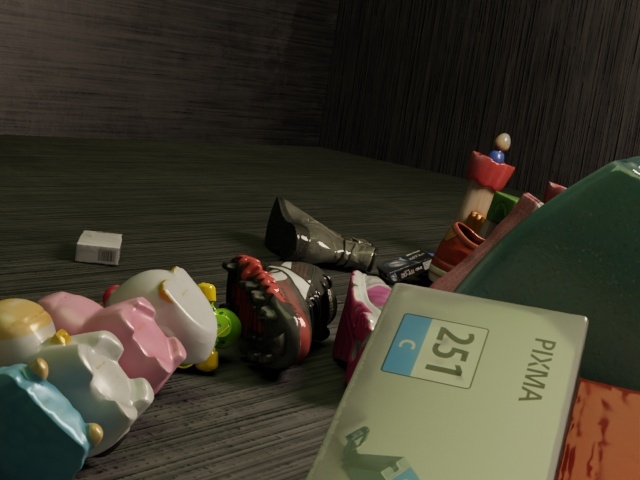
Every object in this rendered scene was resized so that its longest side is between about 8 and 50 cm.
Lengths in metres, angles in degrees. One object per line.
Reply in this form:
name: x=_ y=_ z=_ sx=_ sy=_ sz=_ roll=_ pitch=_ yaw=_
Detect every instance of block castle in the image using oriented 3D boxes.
block castle: x=0.437 y=-0.036 z=1.792 sx=0.303 sy=0.213 sz=0.453 roll=18 pitch=8 yaw=-13

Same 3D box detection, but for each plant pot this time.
plant pot: x=0.243 y=0.074 z=0.844 sx=0.247 sy=0.252 sz=0.247 roll=36 pitch=19 yaw=18

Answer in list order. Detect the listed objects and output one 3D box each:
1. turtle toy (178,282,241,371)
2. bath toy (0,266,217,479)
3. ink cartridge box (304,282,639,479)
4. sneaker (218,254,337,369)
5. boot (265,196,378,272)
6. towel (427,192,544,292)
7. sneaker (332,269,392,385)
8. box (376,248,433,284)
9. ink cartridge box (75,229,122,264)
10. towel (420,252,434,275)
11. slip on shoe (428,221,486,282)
turtle toy: x=-0.140 y=0.094 z=1.118 sx=0.130 sy=0.095 sz=0.066 roll=3 pitch=-10 yaw=-32
bath toy: x=-0.206 y=0.104 z=0.907 sx=0.151 sy=0.129 sz=0.348 roll=53 pitch=17 yaw=0
ink cartridge box: x=0.126 y=0.160 z=0.615 sx=0.261 sy=0.066 sz=0.296 roll=11 pitch=40 yaw=16
sneaker: x=-0.036 y=0.079 z=1.222 sx=0.135 sy=0.098 sz=0.276 roll=4 pitch=9 yaw=-14
boot: x=0.000 y=0.000 z=1.814 sx=0.161 sy=0.084 sz=0.246 roll=13 pitch=14 yaw=-18
towel: x=0.207 y=0.055 z=1.269 sx=0.037 sy=0.237 sz=0.329 roll=43 pitch=8 yaw=-7
sneaker: x=0.081 y=0.110 z=1.189 sx=0.111 sy=0.103 sz=0.252 roll=11 pitch=16 yaw=-8
box: x=0.140 y=0.042 z=1.711 sx=0.083 sy=0.018 sz=0.067 roll=-20 pitch=15 yaw=-7
ink cartridge box: x=-0.329 y=0.010 z=1.569 sx=0.062 sy=0.029 sz=0.115 roll=6 pitch=9 yaw=-9
towel: x=0.306 y=0.090 z=1.668 sx=0.243 sy=0.040 sz=0.336 roll=8 pitch=12 yaw=-13
slip on shoe: x=0.320 y=0.053 z=1.511 sx=0.331 sy=0.101 sz=0.123 roll=17 pitch=11 yaw=19
